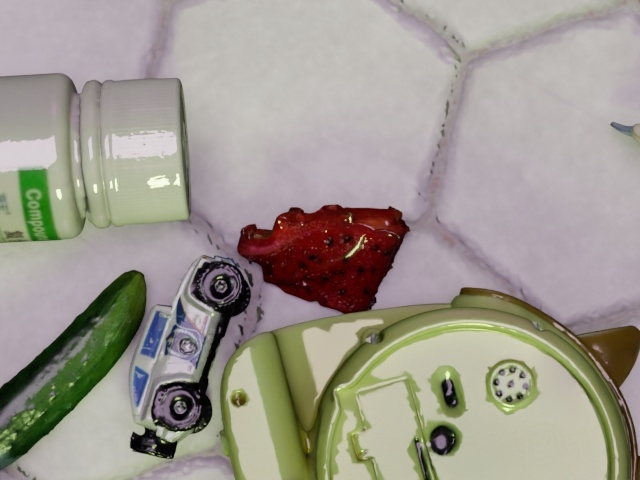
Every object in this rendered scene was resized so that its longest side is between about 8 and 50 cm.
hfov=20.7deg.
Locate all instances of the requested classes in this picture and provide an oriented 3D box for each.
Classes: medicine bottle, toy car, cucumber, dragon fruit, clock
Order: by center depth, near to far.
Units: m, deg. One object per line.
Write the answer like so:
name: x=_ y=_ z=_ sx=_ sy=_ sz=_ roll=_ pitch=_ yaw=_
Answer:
clock: x=0.107 y=0.178 z=1.377 sx=0.348 sy=0.117 sz=0.286 roll=-15 pitch=83 yaw=-2
medicine bottle: x=-0.225 y=-0.067 z=1.399 sx=0.237 sy=0.139 sz=0.139 roll=-4 pitch=82 yaw=-2
toy car: x=-0.110 y=0.092 z=1.406 sx=0.070 sy=0.080 sz=0.170 roll=18 pitch=84 yaw=4
cucumber: x=-0.225 y=0.122 z=1.416 sx=0.250 sy=0.056 sz=0.056 roll=-44 pitch=85 yaw=-7
dragon fruit: x=0.001 y=0.000 z=1.427 sx=0.131 sy=0.063 sz=0.097 roll=19 pitch=82 yaw=2

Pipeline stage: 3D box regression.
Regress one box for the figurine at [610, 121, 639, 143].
figurine: x=0.334 y=-0.056 z=1.406 sx=0.128 sy=0.183 sz=0.208 roll=-28 pitch=46 yaw=-12
